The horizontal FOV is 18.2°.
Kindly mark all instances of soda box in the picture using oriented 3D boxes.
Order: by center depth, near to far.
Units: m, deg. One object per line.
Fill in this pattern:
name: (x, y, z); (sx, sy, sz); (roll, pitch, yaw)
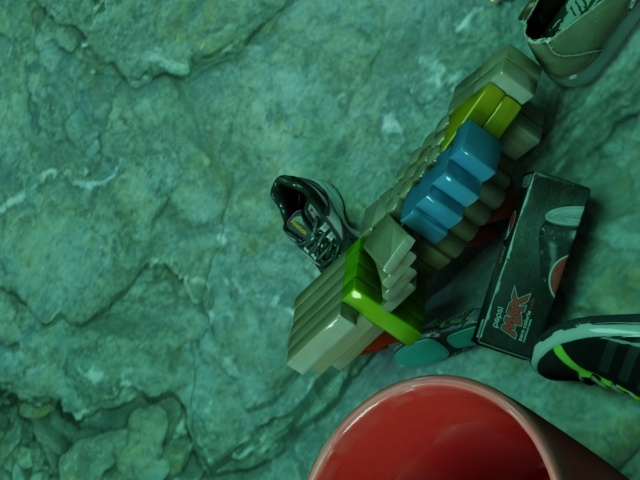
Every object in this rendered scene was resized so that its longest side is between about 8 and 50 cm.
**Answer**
soda box: (0.194, 0.023, 1.841); (0.060, 0.053, 0.169); (18, 87, -2)

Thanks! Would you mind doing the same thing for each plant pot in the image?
plant pot: (0.155, 0.268, 1.677); (0.275, 0.243, 0.275); (-15, 66, 36)

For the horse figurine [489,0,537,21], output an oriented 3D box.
horse figurine: (0.194, -0.339, 1.937); (0.174, 0.066, 0.263); (-28, 87, 27)

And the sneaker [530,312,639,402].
sneaker: (0.282, 0.116, 1.728); (0.235, 0.084, 0.097); (-10, 70, 38)

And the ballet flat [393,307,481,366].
ballet flat: (0.122, 0.090, 1.911); (0.114, 0.041, 0.041); (-20, 63, 34)

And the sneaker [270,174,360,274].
sneaker: (0.000, 0.000, 2.013); (0.072, 0.077, 0.178); (-52, 50, 16)

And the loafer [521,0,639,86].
loafer: (0.275, -0.261, 1.860); (0.094, 0.087, 0.251); (38, 101, 41)

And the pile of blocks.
pile of blocks: (0.115, -0.005, 1.877); (0.362, 0.113, 0.149); (-53, 18, 8)
